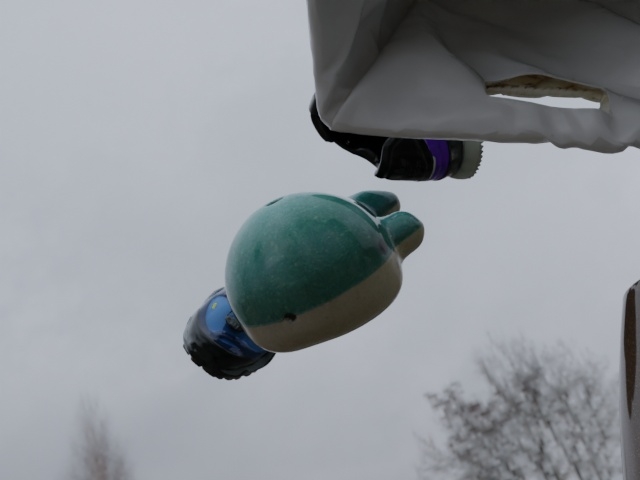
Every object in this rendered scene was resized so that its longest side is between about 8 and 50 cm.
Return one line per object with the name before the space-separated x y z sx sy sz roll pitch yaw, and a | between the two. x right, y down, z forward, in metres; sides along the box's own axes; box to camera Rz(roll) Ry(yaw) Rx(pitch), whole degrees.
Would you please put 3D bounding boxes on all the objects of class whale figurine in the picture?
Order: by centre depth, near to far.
whale figurine | 0.000 0.000 1.133 0.216 0.141 0.272 -21 17 26

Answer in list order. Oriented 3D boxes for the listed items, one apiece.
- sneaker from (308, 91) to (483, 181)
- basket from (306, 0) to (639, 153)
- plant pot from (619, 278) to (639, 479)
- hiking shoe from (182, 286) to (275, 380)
sneaker | 0.046 -0.171 1.192 0.146 0.293 0.102 -13 -40 -24
basket | 0.172 -0.262 0.802 0.328 0.266 0.331 4 -62 16
plant pot | 0.288 0.128 0.729 0.215 0.230 0.215 -10 -22 -4
hiking shoe | -0.054 0.055 1.342 0.304 0.113 0.132 -37 -21 -50
